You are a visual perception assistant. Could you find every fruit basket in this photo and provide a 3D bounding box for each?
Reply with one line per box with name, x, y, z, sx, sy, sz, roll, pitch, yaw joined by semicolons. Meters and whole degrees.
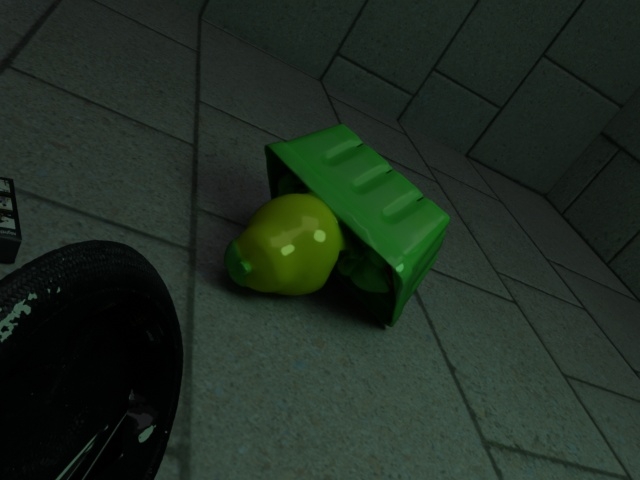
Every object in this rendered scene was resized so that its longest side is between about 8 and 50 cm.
fruit basket;0.000;0.000;1.050;0.392;0.283;0.392;-1;61;1

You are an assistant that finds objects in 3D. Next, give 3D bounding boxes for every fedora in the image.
fedora;-0.255;0.147;0.489;0.152;0.334;0.334;4;21;15

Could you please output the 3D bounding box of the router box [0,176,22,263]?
router box;-0.477;-0.039;0.719;0.179;0.046;0.133;10;35;-40
